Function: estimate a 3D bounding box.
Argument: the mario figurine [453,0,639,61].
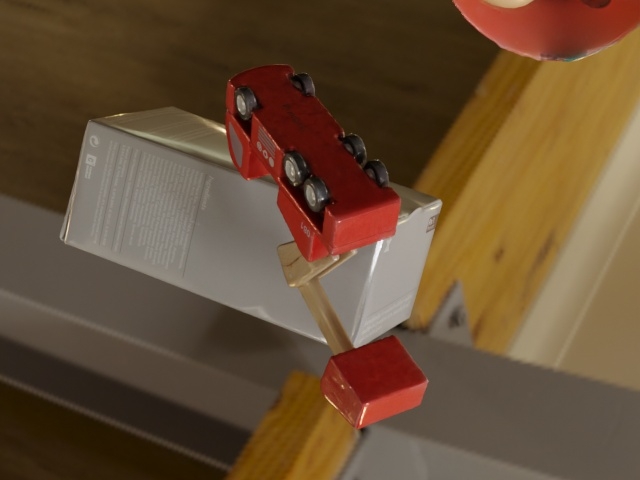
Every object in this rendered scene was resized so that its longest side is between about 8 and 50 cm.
[{"bbox_3d":[0.105,-0.125,0.429,0.170,0.320,0.198,1,-97,-9],"label":"mario figurine"}]

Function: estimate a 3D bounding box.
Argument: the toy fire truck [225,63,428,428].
[{"bbox_3d":[0.000,0.000,0.812,0.047,0.135,0.192,-17,-131,-25],"label":"toy fire truck"}]

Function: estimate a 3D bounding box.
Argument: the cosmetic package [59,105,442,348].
[{"bbox_3d":[-0.047,-0.014,0.981,0.238,0.107,0.127,23,-162,20],"label":"cosmetic package"}]
